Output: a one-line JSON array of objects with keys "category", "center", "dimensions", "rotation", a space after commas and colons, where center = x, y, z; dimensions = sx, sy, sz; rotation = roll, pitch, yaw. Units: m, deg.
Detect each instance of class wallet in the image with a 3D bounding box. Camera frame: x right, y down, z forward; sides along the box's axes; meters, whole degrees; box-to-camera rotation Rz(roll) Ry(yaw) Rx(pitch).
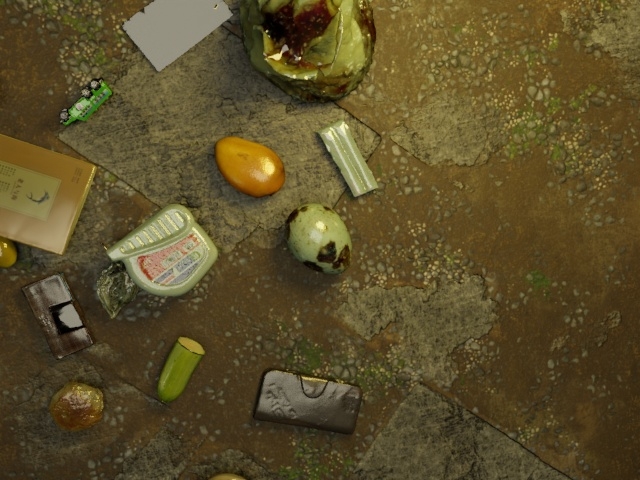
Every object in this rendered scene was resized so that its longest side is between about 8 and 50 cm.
[{"category": "wallet", "center": [-0.035, 0.480, 1.950], "dimensions": [0.310, 0.042, 0.165], "rotation": [13, 98, -7]}, {"category": "wallet", "center": [-0.735, 0.212, 1.843], "dimensions": [0.124, 0.042, 0.230], "rotation": [-22, 97, 0]}]

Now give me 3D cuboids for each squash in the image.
[{"category": "squash", "center": [-0.411, 0.375, 1.875], "dimensions": [0.095, 0.095, 0.188], "rotation": [29, 97, -9]}]

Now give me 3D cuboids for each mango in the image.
[{"category": "mango", "center": [-0.200, -0.206, 1.813], "dimensions": [0.219, 0.112, 0.144], "rotation": [33, 93, 3]}, {"category": "mango", "center": [-0.921, 0.008, 1.779], "dimensions": [0.191, 0.085, 0.122], "rotation": [5, 81, -15]}]

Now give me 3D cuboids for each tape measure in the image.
[{"category": "tape measure", "center": [-0.427, 0.035, 1.800], "dimensions": [0.243, 0.125, 0.246], "rotation": [-38, 99, -12]}]

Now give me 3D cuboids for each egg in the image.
[{"category": "egg", "center": [0.000, 0.000, 1.828], "dimensions": [0.169, 0.169, 0.231], "rotation": [-40, 114, 0]}]

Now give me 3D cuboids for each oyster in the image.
[{"category": "oyster", "center": [-0.566, 0.124, 1.842], "dimensions": [0.125, 0.064, 0.177], "rotation": [41, 82, -23]}]

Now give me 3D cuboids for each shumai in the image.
[{"category": "shumai", "center": [-0.026, -0.558, 1.666], "dimensions": [0.396, 0.348, 0.394], "rotation": [0, 93, -5]}]

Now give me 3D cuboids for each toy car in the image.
[{"category": "toy car", "center": [-0.632, -0.367, 1.765], "dimensions": [0.165, 0.071, 0.062], "rotation": [-45, 113, 1]}]

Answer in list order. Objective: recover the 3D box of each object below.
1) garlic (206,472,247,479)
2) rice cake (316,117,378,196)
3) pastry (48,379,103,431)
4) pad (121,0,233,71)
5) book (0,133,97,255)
[{"category": "garlic", "center": [-0.268, 0.791, 1.887], "dimensions": [0.292, 0.210, 0.237], "rotation": [-22, 93, 6]}, {"category": "rice cake", "center": [0.080, -0.231, 1.868], "dimensions": [0.085, 0.040, 0.226], "rotation": [-30, 99, -2]}, {"category": "pastry", "center": [-0.690, 0.471, 1.861], "dimensions": [0.154, 0.081, 0.153], "rotation": [-1, 96, -10]}, {"category": "pad", "center": [-0.388, -0.601, 1.790], "dimensions": [0.265, 0.009, 0.159], "rotation": [-38, 99, -2]}, {"category": "book", "center": [-0.834, -0.142, 1.760], "dimensions": [0.389, 0.032, 0.268], "rotation": [20, 81, -8]}]
